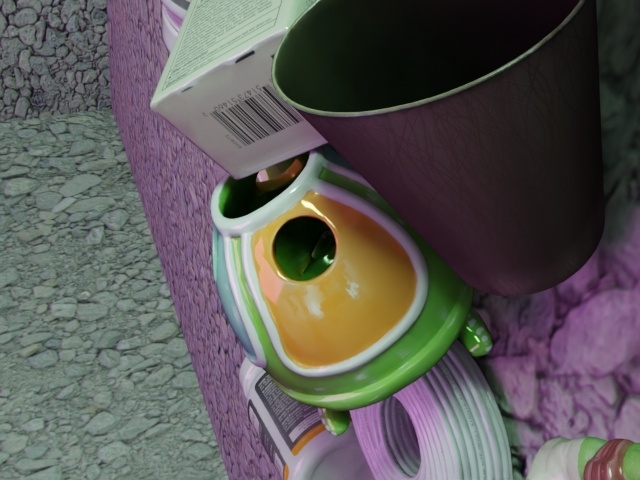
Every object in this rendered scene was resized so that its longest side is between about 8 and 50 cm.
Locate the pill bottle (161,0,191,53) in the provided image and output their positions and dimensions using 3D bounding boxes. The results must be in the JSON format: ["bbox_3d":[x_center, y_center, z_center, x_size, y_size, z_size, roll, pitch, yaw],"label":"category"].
[{"bbox_3d":[-0.109,-0.394,0.886,0.361,0.204,0.204,112,140,-55],"label":"pill bottle"}]

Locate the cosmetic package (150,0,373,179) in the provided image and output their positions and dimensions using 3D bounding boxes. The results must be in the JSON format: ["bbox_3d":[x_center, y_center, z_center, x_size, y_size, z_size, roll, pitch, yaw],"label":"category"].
[{"bbox_3d":[-0.026,-0.224,0.636,0.160,0.113,0.310,-16,47,36],"label":"cosmetic package"}]

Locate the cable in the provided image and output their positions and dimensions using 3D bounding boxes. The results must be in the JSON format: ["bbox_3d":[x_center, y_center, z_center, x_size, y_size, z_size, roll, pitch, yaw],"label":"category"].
[{"bbox_3d":[0.118,0.215,0.819,0.257,0.089,0.257,-147,48,-60],"label":"cable"}]

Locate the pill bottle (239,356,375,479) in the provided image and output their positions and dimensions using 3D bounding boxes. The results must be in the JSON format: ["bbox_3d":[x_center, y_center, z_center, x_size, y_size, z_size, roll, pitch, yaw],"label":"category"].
[{"bbox_3d":[-0.023,0.280,1.111,0.278,0.162,0.162,-134,38,-54],"label":"pill bottle"}]

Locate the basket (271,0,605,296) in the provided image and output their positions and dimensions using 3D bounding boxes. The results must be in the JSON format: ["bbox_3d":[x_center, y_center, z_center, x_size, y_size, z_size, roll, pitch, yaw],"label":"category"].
[{"bbox_3d":[0.108,-0.071,0.490,0.227,0.204,0.154,50,-134,-44],"label":"basket"}]

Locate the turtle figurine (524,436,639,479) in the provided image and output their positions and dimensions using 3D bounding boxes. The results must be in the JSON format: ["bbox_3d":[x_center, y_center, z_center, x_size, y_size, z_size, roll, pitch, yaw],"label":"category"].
[{"bbox_3d":[0.232,0.180,0.378,0.266,0.197,0.275,121,136,-65],"label":"turtle figurine"}]

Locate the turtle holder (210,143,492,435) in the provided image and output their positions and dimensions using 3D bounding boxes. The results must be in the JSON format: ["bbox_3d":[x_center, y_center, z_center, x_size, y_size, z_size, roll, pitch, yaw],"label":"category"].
[{"bbox_3d":[0.014,-0.002,0.691,0.227,0.243,0.320,50,-146,-29],"label":"turtle holder"}]
